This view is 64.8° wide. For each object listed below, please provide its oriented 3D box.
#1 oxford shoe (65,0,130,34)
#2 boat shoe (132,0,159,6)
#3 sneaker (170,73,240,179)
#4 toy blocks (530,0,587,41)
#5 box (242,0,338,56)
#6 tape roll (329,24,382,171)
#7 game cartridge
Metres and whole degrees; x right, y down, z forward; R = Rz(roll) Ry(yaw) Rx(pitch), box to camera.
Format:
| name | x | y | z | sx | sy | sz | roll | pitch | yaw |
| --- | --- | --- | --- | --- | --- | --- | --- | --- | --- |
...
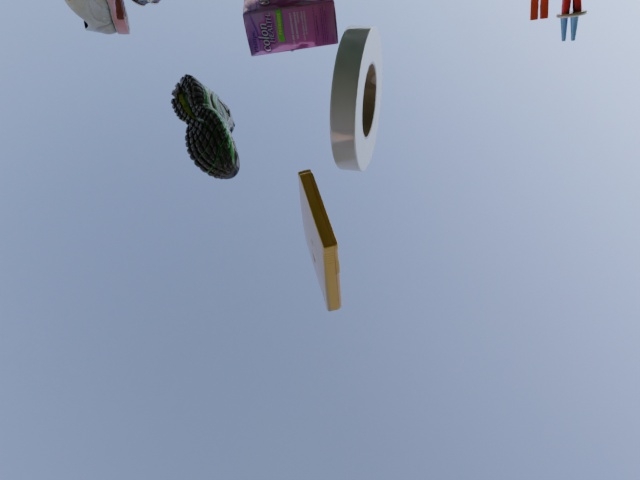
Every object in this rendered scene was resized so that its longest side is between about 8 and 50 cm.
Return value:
| name | x | y | z | sx | sy | sz | roll | pitch | yaw |
| --- | --- | --- | --- | --- | --- | --- | --- | --- | --- |
| oxford shoe | -0.623 | -0.670 | 1.341 | 0.146 | 0.397 | 0.141 | -11 | -102 | -8 |
| boat shoe | -0.518 | -0.732 | 1.506 | 0.049 | 0.043 | 0.137 | 53 | -149 | -8 |
| sneaker | -0.274 | -0.299 | 1.336 | 0.134 | 0.146 | 0.344 | -41 | -123 | 28 |
| toy blocks | 0.420 | -0.428 | 0.900 | 0.123 | 0.148 | 0.054 | -16 | -154 | -13 |
| box | -0.085 | -0.628 | 1.405 | 0.242 | 0.117 | 0.214 | -8 | -136 | 2 |
| tape roll | 0.106 | -0.387 | 1.399 | 0.071 | 0.392 | 0.392 | 8 | -117 | 13 |
| game cartridge | 0.000 | 0.000 | 1.414 | 0.052 | 0.324 | 0.286 | -13 | -126 | -8 |
